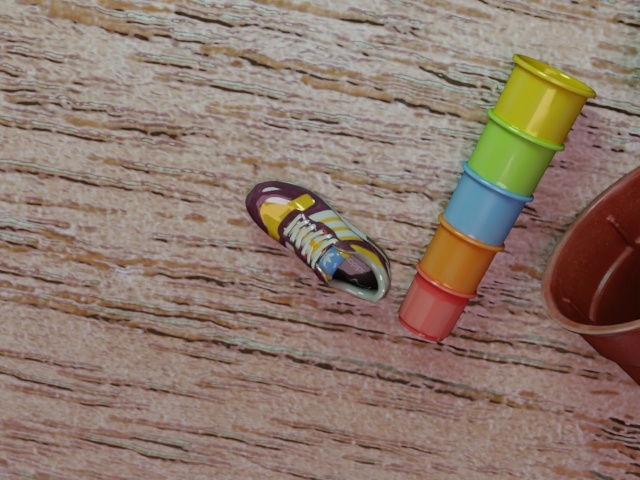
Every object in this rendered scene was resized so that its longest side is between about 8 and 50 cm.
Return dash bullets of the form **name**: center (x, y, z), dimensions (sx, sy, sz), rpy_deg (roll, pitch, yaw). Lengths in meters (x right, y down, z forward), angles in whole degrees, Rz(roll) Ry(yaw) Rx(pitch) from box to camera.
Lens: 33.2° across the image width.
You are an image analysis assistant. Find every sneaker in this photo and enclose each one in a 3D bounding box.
- **sneaker**: center (0.000, 0.000, 1.161), dimensions (0.185, 0.084, 0.069), rpy_deg (31, 105, -8)

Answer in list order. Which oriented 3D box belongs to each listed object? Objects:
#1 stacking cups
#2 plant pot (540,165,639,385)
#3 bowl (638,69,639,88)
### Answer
- **stacking cups**: center (0.183, -0.035, 1.147), dimensions (0.096, 0.096, 0.316), rpy_deg (21, 109, -5)
- **plant pot**: center (0.414, 0.081, 1.096), dimensions (0.272, 0.272, 0.265), rpy_deg (-38, 110, 12)
- **bowl**: center (0.377, -0.192, 1.082), dimensions (0.053, 0.142, 0.142), rpy_deg (31, 111, 39)
